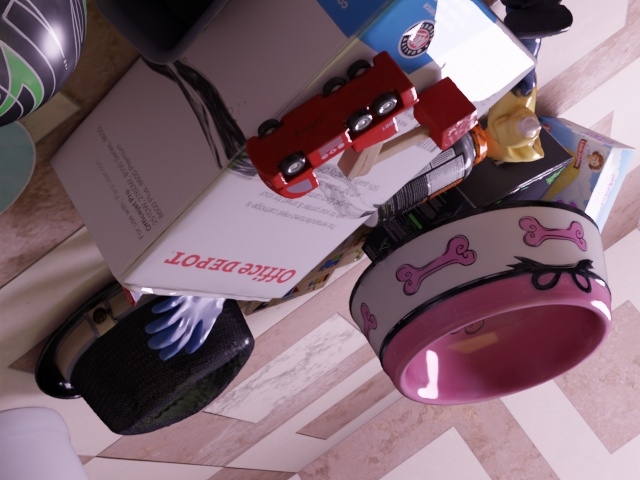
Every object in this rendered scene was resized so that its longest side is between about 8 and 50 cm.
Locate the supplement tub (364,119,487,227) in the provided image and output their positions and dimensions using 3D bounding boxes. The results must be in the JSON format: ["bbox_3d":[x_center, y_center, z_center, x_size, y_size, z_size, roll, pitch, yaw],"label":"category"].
[{"bbox_3d":[0.123,-0.107,1.203,0.190,0.117,0.117,-29,158,-17],"label":"supplement tub"}]

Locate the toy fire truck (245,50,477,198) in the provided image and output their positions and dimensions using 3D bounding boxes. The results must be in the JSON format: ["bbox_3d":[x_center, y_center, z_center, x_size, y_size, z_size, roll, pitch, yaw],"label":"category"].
[{"bbox_3d":[0.039,-0.091,0.753,0.192,0.047,0.135,-34,155,-1],"label":"toy fire truck"}]

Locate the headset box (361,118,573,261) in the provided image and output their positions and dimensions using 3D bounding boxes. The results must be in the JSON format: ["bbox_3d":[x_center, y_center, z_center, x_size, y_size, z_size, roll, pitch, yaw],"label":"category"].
[{"bbox_3d":[0.235,-0.063,1.425,0.246,0.131,0.283,-25,157,-36],"label":"headset box"}]

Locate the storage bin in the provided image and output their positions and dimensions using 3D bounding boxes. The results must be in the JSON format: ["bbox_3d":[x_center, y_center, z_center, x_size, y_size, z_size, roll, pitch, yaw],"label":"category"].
[{"bbox_3d":[-0.101,-0.217,0.696,0.135,0.098,0.091,-44,-175,21],"label":"storage bin"}]

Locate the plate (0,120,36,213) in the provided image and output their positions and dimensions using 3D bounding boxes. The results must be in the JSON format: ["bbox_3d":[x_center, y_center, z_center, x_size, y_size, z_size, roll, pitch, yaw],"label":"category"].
[{"bbox_3d":[-0.337,-0.054,0.760,0.188,0.024,0.188,-31,158,-14],"label":"plate"}]

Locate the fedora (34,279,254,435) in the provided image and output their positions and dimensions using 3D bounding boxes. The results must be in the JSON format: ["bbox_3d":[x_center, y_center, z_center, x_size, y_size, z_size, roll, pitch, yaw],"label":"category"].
[{"bbox_3d":[-0.210,0.156,1.213,0.334,0.152,0.334,-30,159,-13],"label":"fedora"}]

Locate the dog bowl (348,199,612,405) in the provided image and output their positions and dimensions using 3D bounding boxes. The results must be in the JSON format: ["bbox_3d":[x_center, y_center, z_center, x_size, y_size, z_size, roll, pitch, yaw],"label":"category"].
[{"bbox_3d":[0.258,0.117,1.366,0.408,0.150,0.408,-11,148,-7],"label":"dog bowl"}]

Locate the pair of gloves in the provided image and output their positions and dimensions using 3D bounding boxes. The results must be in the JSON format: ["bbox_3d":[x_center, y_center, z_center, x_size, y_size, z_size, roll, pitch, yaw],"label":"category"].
[{"bbox_3d":[-0.169,0.042,1.075,0.159,0.023,0.198,-49,135,-31],"label":"pair of gloves"}]

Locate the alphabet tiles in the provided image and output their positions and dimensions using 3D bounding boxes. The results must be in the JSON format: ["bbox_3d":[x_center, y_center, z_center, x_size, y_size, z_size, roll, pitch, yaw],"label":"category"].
[{"bbox_3d":[0.000,0.000,1.392,0.285,0.011,0.342,-18,153,-36],"label":"alphabet tiles"}]

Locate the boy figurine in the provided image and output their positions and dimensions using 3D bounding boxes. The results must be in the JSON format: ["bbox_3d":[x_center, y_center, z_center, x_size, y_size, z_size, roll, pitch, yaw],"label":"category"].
[{"bbox_3d":[0.260,-0.191,1.154,0.092,0.177,0.285,-5,142,4],"label":"boy figurine"}]

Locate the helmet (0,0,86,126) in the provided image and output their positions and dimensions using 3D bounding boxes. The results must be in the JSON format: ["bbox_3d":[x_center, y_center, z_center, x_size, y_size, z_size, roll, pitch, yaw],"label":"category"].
[{"bbox_3d":[-0.226,-0.146,0.545,0.161,0.169,0.169,-26,163,22],"label":"helmet"}]

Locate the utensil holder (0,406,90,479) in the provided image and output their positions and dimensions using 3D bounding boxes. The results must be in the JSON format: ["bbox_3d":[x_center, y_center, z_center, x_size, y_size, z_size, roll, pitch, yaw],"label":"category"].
[{"bbox_3d":[-0.435,0.488,1.253,0.327,0.385,0.327,-30,159,-13],"label":"utensil holder"}]

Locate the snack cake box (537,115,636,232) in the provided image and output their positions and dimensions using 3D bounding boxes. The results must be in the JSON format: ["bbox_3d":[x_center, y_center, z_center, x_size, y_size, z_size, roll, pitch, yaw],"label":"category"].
[{"bbox_3d":[0.412,-0.066,1.536,0.089,0.152,0.264,-3,118,-43],"label":"snack cake box"}]

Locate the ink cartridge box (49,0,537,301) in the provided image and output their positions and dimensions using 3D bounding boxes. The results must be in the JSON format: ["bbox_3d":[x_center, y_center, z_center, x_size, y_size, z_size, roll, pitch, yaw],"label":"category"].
[{"bbox_3d":[-0.021,-0.127,0.874,0.395,0.166,0.285,-43,155,18],"label":"ink cartridge box"}]
